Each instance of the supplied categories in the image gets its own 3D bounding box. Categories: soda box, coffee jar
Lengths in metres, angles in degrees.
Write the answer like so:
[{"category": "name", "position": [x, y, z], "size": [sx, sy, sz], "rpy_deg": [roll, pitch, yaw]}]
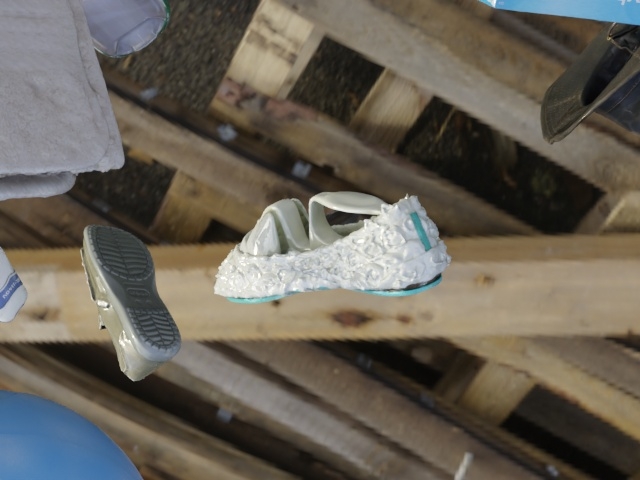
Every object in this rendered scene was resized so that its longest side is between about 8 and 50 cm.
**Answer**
[{"category": "soda box", "position": [0.259, -0.262, 1.211], "size": [0.210, 0.067, 0.071], "rpy_deg": [2, 111, -20]}, {"category": "coffee jar", "position": [-0.190, -0.245, 1.039], "size": [0.079, 0.184, 0.096], "rpy_deg": [-34, 135, 11]}]

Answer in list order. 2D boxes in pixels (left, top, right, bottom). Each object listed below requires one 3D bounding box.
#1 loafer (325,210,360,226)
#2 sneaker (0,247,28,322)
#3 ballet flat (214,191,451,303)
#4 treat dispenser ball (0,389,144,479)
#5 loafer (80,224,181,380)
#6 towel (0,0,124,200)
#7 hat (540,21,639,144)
[{"category": "loafer", "position": [-0.015, -0.015, 1.937], "size": [0.078, 0.220, 0.080], "rpy_deg": [45, 129, 11]}, {"category": "sneaker", "position": [-0.455, 0.073, 1.349], "size": [0.296, 0.112, 0.131], "rpy_deg": [-16, 119, 34]}, {"category": "ballet flat", "position": [0.000, 0.000, 1.600], "size": [0.409, 0.147, 0.147], "rpy_deg": [-5, 126, 45]}, {"category": "treat dispenser ball", "position": [-0.260, 0.256, 0.911], "size": [0.288, 0.288, 0.288], "rpy_deg": [7, 126, 10]}, {"category": "loafer", "position": [-0.256, 0.076, 1.534], "size": [0.094, 0.251, 0.087], "rpy_deg": [13, 124, -36]}, {"category": "towel", "position": [-0.237, -0.108, 0.612], "size": [0.049, 0.282, 0.187], "rpy_deg": [-31, 71, 40]}, {"category": "hat", "position": [0.452, -0.236, 1.660], "size": [0.134, 0.331, 0.331], "rpy_deg": [36, 126, -11]}]
